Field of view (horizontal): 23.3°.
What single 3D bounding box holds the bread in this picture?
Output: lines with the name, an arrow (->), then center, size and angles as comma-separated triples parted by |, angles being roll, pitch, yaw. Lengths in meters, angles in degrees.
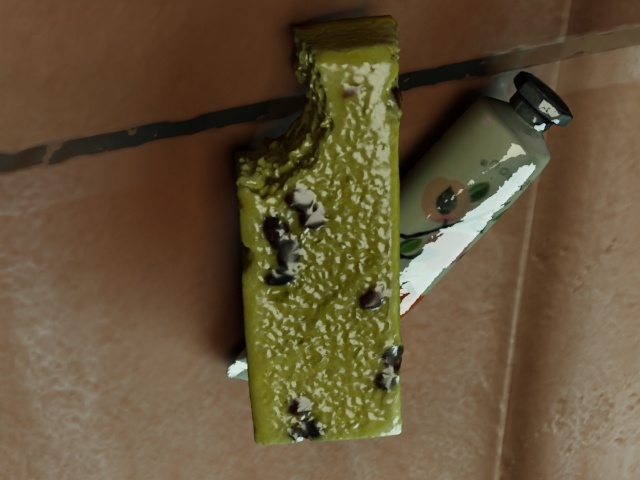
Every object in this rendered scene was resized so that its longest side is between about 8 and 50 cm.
bread -> 0.000, 0.000, 0.794 | 0.088, 0.049, 0.226 | -3, 117, 1

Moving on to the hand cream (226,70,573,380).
hand cream -> 0.045, 0.004, 0.851 | 0.080, 0.050, 0.234 | 23, 117, -43
